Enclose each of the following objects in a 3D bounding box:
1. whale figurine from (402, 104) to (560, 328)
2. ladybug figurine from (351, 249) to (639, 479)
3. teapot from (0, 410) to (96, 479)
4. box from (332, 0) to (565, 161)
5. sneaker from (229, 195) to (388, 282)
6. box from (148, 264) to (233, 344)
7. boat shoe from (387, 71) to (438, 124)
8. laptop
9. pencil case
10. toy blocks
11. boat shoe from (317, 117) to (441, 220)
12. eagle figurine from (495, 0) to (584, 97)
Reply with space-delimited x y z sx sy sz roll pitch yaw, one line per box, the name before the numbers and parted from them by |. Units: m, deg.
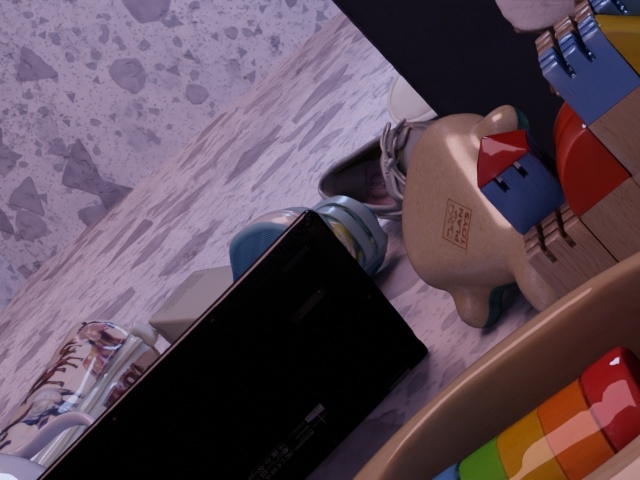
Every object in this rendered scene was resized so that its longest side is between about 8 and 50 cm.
whale figurine | 0.182 -0.019 1.352 0.272 0.141 0.216 -146 59 -63
ladybug figurine | 0.157 0.159 0.808 0.449 0.162 0.305 -38 15 21
teapot | -0.325 0.347 1.561 0.187 0.256 0.252 -2 15 32
box | 0.167 -0.355 1.649 0.297 0.480 0.471 -41 14 16
sneaker | 0.000 0.000 1.668 0.208 0.127 0.319 -47 -9 -24
box | -0.134 0.101 1.974 0.113 0.094 0.275 -49 15 -17
boat shoe | 0.230 -0.274 2.117 0.099 0.116 0.319 8 -44 -49
laptop | -0.112 0.162 1.456 0.382 0.408 0.236 -46 47 -5
pencil case | -0.355 0.275 1.948 0.183 0.160 0.410 -32 18 39
toy blocks | 0.261 -0.080 1.016 0.381 0.261 0.190 -40 14 18
boat shoe | 0.090 -0.082 1.758 0.320 0.103 0.118 169 102 -73
eagle figurine | 0.320 -0.202 1.236 0.225 0.226 0.298 -33 16 -22
